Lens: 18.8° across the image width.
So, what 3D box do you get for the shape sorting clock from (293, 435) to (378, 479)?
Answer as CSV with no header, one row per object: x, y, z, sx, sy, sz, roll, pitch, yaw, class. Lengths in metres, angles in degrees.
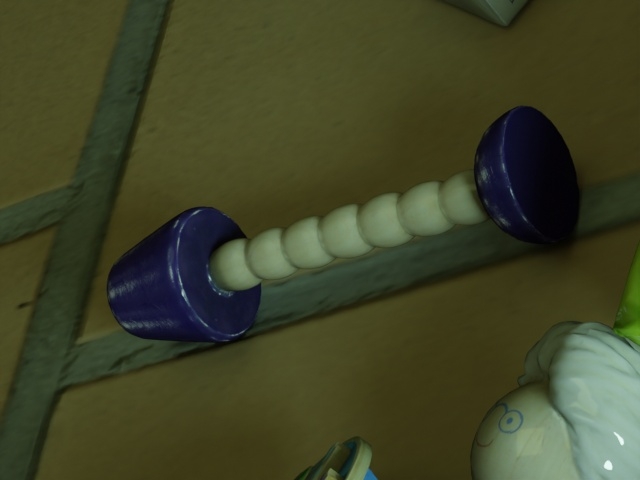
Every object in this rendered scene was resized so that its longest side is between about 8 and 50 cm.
-0.044,0.171,0.869,0.206,0.040,0.206,-50,5,6,shape sorting clock

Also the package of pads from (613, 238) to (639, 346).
0.266,-0.028,0.720,0.296,0.101,0.229,10,79,50,package of pads

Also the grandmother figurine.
0.038,0.183,0.796,0.342,0.104,0.208,-55,33,-8,grandmother figurine

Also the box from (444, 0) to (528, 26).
0.138,-0.265,1.101,0.275,0.113,0.094,-52,37,-3,box

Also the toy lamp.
0.000,0.000,1.023,0.274,0.080,0.080,-18,45,36,toy lamp
